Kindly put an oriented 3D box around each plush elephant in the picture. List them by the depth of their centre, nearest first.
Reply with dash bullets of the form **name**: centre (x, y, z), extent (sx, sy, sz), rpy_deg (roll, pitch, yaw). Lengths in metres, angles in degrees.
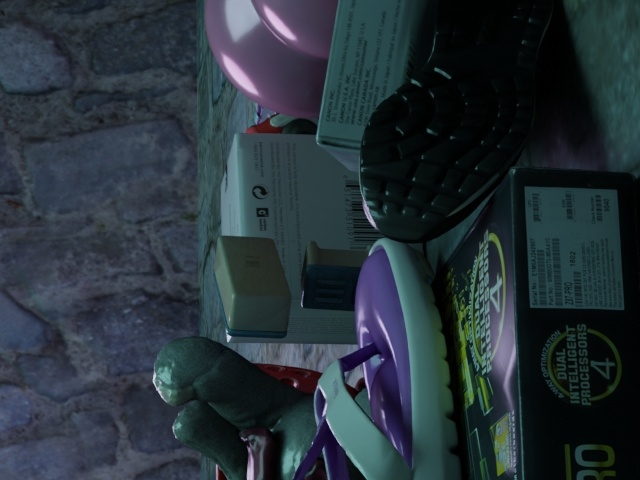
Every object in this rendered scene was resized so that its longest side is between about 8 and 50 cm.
- **plush elephant**: centre (-0.024, 0.268, 1.697), extent (0.255, 0.272, 0.330), rpy_deg (-68, -25, -16)

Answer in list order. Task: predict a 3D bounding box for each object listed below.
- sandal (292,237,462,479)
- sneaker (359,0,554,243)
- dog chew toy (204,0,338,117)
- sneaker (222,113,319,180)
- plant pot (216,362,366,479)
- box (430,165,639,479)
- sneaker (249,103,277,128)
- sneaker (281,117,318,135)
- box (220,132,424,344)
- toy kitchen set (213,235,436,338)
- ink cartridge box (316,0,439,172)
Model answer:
- **sandal**: centre (0.034, 0.164, 1.321), extent (0.169, 0.102, 0.416), rpy_deg (102, 167, -49)
- **sneaker**: centre (0.107, -0.070, 1.358), extent (0.283, 0.107, 0.124), rpy_deg (-61, -24, -44)
- **dog chew toy**: centre (0.014, -0.247, 1.798), extent (0.332, 0.207, 0.206), rpy_deg (135, 135, -65)
- **sneaker**: centre (-0.069, -0.063, 2.390), extent (0.107, 0.118, 0.279), rpy_deg (56, 152, 32)
- **plant pot**: centre (-0.016, 0.221, 1.963), extent (0.191, 0.174, 0.191), rpy_deg (180, 90, -80)
- **box**: centre (0.139, 0.187, 1.283), extent (0.318, 0.097, 0.394), rpy_deg (111, 159, -70)
- **sneaker**: centre (-0.044, -0.128, 2.459), extent (0.098, 0.083, 0.223), rpy_deg (55, 156, 41)
- **sneaker**: centre (0.003, -0.059, 2.185), extent (0.106, 0.078, 0.234), rpy_deg (109, 156, -53)
- **box**: centre (0.000, 0.000, 1.861), extent (0.119, 0.182, 0.181), rpy_deg (111, 157, -63)
- **toy kitchen set**: centre (0.007, 0.099, 1.723), extent (0.122, 0.207, 0.166), rpy_deg (-109, 24, -64)
- **ink cartridge box**: centre (0.069, -0.184, 1.476), extent (0.239, 0.060, 0.275), rpy_deg (32, -113, -77)
